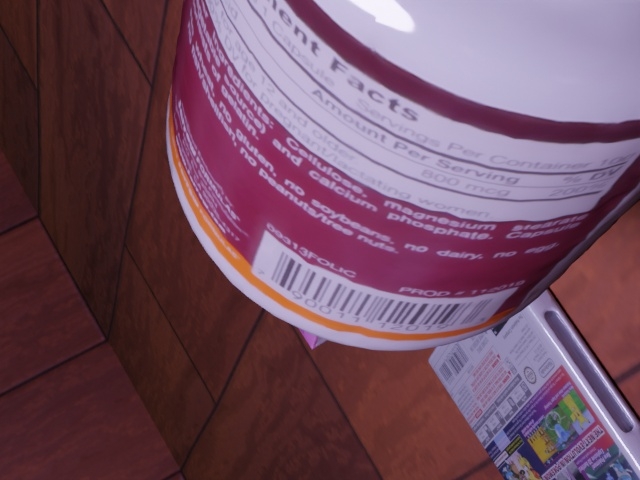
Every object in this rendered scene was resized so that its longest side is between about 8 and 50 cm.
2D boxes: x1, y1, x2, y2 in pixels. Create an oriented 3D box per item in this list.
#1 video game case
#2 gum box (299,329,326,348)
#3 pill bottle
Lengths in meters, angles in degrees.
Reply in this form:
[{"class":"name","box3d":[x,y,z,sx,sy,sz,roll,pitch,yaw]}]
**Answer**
[{"class":"video game case","box3d":[0.149,0.118,0.956,0.183,0.023,0.201,57,160,16]},{"class":"gum box","box3d":[0.000,0.000,1.123,0.107,0.062,0.188,57,160,18]},{"class":"pill bottle","box3d":[0.062,-0.113,0.553,0.224,0.224,0.392,58,161,13]}]
